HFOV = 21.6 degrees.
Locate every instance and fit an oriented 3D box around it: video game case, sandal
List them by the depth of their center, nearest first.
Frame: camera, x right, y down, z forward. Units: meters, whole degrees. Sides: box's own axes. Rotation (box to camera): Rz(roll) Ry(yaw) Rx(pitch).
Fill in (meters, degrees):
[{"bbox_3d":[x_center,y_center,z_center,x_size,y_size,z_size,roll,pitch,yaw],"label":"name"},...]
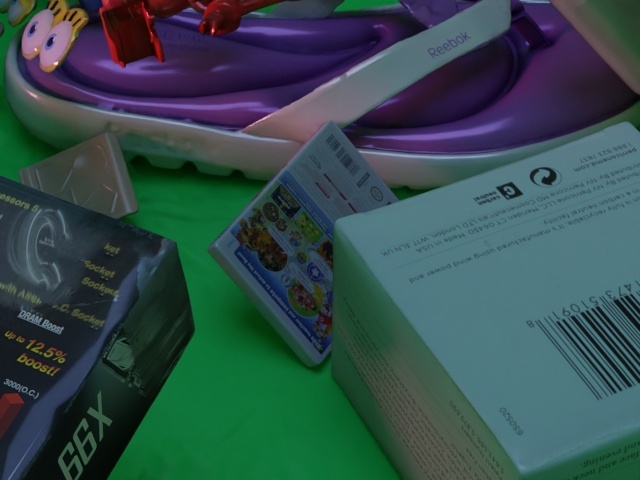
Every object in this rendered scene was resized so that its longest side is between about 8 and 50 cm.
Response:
[{"bbox_3d":[0.000,0.000,0.925,0.087,0.011,0.122,50,50,-11],"label":"video game case"},{"bbox_3d":[0.017,-0.114,1.014,0.416,0.102,0.169,-4,45,-7],"label":"sandal"}]

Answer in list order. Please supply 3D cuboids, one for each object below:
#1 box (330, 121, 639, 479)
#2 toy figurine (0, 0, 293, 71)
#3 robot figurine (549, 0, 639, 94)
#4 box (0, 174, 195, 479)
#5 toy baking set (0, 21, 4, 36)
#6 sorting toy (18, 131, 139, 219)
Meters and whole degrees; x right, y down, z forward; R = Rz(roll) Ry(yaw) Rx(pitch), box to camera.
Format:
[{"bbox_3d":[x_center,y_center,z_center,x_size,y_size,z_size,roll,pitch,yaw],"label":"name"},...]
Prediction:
[{"bbox_3d":[0.122,0.058,0.830,0.181,0.119,0.182,-19,47,-20],"label":"box"},{"bbox_3d":[-0.133,-0.267,1.014,0.191,0.217,0.362,-18,28,-12],"label":"toy figurine"},{"bbox_3d":[0.275,-0.184,0.930,0.300,0.353,0.200,-30,40,16],"label":"robot figurine"},{"bbox_3d":[-0.244,0.059,0.699,0.307,0.076,0.242,19,58,17],"label":"box"},{"bbox_3d":[-0.330,-0.125,0.989,0.256,0.030,0.197,13,45,11],"label":"toy baking set"},{"bbox_3d":[-0.135,-0.017,0.963,0.062,0.012,0.083,-21,64,3],"label":"sorting toy"}]
